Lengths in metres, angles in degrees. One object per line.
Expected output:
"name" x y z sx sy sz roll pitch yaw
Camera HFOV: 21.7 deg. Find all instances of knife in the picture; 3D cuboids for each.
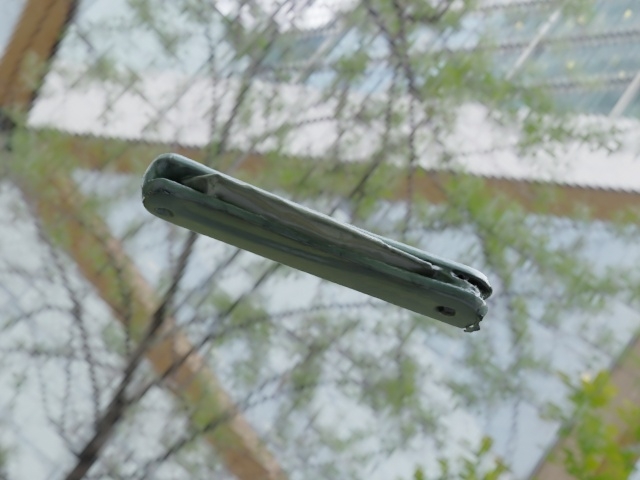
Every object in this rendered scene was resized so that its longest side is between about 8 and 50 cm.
"knife" 0.000 0.000 0.720 0.162 0.023 0.044 20 -28 -10
